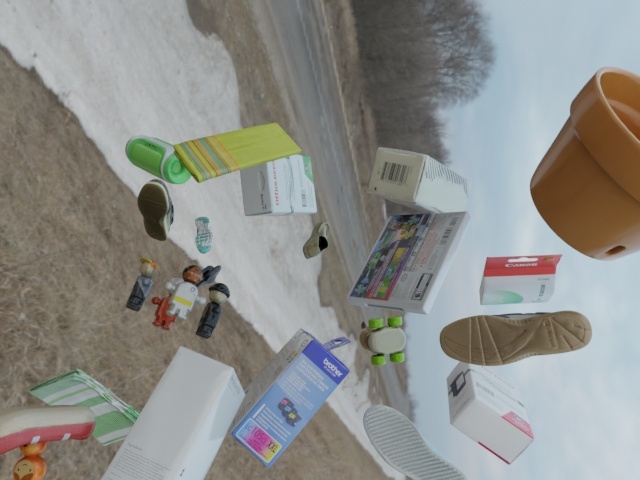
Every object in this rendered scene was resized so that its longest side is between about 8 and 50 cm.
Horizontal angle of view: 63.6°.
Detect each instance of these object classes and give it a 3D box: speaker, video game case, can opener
[{"bbox_3d":[-0.594,-0.300,1.894,0.131,0.296,0.131,-28,131,-39],"label":"speaker"},{"bbox_3d":[0.154,0.035,0.916,0.023,0.183,0.201,44,63,-30],"label":"video game case"},{"bbox_3d":[-0.409,0.135,1.716,0.186,0.059,0.073,-40,167,-47],"label":"can opener"}]

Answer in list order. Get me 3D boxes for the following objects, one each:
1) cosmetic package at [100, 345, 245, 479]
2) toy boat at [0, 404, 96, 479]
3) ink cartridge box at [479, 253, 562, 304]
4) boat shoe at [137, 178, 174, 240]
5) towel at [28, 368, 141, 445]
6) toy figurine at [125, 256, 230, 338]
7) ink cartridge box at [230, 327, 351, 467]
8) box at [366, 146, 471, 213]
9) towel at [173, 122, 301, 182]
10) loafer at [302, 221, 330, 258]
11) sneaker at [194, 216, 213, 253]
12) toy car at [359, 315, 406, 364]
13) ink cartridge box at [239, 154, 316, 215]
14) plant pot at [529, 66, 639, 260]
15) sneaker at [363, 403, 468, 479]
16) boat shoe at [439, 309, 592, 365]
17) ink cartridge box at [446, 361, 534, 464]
[{"bbox_3d":[-0.327,0.454,1.157,0.197,0.155,0.366,85,28,-56],"label":"cosmetic package"},{"bbox_3d":[-0.584,0.416,1.044,0.231,0.150,0.151,18,67,-51],"label":"toy boat"},{"bbox_3d":[0.509,0.105,1.324,0.225,0.180,0.056,65,24,-63],"label":"ink cartridge box"},{"bbox_3d":[-0.291,-0.061,0.923,0.152,0.056,0.049,113,-8,-51],"label":"boat shoe"},{"bbox_3d":[-0.727,0.538,1.641,0.325,0.247,0.038,51,28,-28],"label":"towel"},{"bbox_3d":[-0.359,0.140,1.313,0.210,0.212,0.148,58,44,-54],"label":"toy figurine"},{"bbox_3d":[-0.079,0.410,1.490,0.395,0.151,0.270,-49,-174,-9],"label":"ink cartridge box"},{"bbox_3d":[0.213,-0.112,1.070,0.275,0.113,0.094,8,97,-58],"label":"box"},{"bbox_3d":[-0.159,-0.176,1.015,0.102,0.237,0.021,51,-37,24],"label":"towel"},{"bbox_3d":[0.000,0.000,1.391,0.148,0.050,0.056,-62,140,-47],"label":"loafer"},{"bbox_3d":[-0.404,-0.007,1.807,0.167,0.064,0.076,-103,-169,-45],"label":"sneaker"},{"bbox_3d":[0.200,0.350,1.848,0.188,0.148,0.155,170,-82,-66],"label":"toy car"},{"bbox_3d":[-0.102,-0.137,1.275,0.208,0.086,0.153,-4,88,-61],"label":"ink cartridge box"},{"bbox_3d":[0.483,-0.103,0.828,0.203,0.290,0.291,126,-23,-45],"label":"plant pot"},{"bbox_3d":[0.259,0.625,1.515,0.135,0.366,0.150,-45,175,-16],"label":"sneaker"},{"bbox_3d":[0.389,0.196,1.046,0.092,0.284,0.103,33,47,-67],"label":"boat shoe"},{"bbox_3d":[0.420,0.417,1.306,0.100,0.171,0.237,-56,177,17],"label":"ink cartridge box"}]
